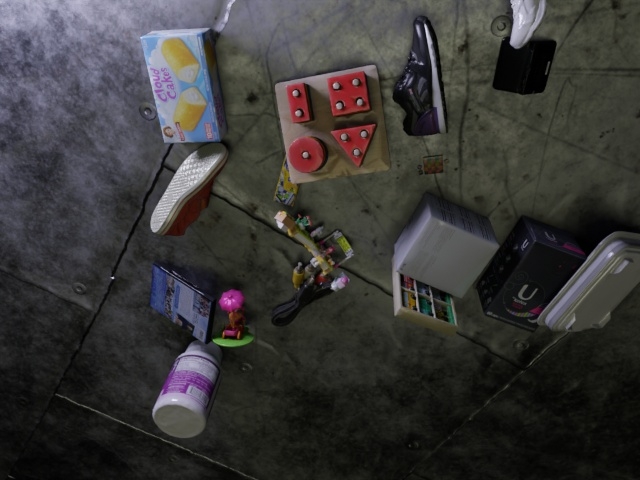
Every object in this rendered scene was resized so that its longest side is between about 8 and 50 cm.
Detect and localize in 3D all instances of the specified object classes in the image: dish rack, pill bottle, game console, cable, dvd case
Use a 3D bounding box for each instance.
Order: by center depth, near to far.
[{"bbox_3d":[0.483,-0.415,1.273,0.107,0.071,0.122,-12,125,-22],"label":"game console"},{"bbox_3d":[0.767,0.131,1.450,0.286,0.072,0.332,4,127,-37],"label":"dish rack"},{"bbox_3d":[-0.432,0.193,1.674,0.253,0.022,0.180,28,123,22],"label":"dvd case"},{"bbox_3d":[-0.055,0.172,1.682,0.140,0.072,0.287,13,136,-21],"label":"cable"},{"bbox_3d":[-0.414,0.466,1.738,0.170,0.301,0.169,3,121,4],"label":"pill bottle"}]

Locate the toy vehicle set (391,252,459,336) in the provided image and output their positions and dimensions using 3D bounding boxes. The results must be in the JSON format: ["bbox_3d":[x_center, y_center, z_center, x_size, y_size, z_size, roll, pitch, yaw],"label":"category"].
[{"bbox_3d":[0.283,0.140,1.483,0.166,0.266,0.035,20,121,-7],"label":"toy vehicle set"}]

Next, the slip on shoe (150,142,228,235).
[{"bbox_3d":[-0.350,-0.136,1.490,0.101,0.123,0.331,18,122,-43],"label":"slip on shoe"}]

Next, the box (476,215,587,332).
[{"bbox_3d":[0.578,0.096,1.495,0.165,0.143,0.270,19,121,-6],"label":"box"}]

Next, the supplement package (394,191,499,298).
[{"bbox_3d":[0.337,0.012,1.467,0.203,0.149,0.194,23,121,-8],"label":"supplement package"}]

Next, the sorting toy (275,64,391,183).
[{"bbox_3d":[0.026,-0.278,1.311,0.257,0.089,0.255,-7,100,11],"label":"sorting toy"}]

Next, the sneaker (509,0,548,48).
[{"bbox_3d":[0.440,-0.541,1.166,0.115,0.090,0.232,14,111,6],"label":"sneaker"}]

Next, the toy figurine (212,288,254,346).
[{"bbox_3d":[-0.268,0.227,1.687,0.130,0.173,0.159,4,102,4],"label":"toy figurine"}]

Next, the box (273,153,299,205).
[{"bbox_3d":[-0.077,-0.181,1.452,0.059,0.054,0.168,17,122,-3],"label":"box"}]

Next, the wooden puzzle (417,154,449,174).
[{"bbox_3d":[0.299,-0.201,1.426,0.084,0.006,0.049,-5,120,10],"label":"wooden puzzle"}]

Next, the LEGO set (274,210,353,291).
[{"bbox_3d":[0.000,0.000,1.520,0.107,0.132,0.287,-34,106,14],"label":"LEGO set"}]

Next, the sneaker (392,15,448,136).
[{"bbox_3d":[0.225,-0.376,1.275,0.124,0.107,0.283,-6,120,17],"label":"sneaker"}]

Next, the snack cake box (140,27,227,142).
[{"bbox_3d":[-0.333,-0.382,1.339,0.152,0.089,0.264,-1,121,6],"label":"snack cake box"}]
